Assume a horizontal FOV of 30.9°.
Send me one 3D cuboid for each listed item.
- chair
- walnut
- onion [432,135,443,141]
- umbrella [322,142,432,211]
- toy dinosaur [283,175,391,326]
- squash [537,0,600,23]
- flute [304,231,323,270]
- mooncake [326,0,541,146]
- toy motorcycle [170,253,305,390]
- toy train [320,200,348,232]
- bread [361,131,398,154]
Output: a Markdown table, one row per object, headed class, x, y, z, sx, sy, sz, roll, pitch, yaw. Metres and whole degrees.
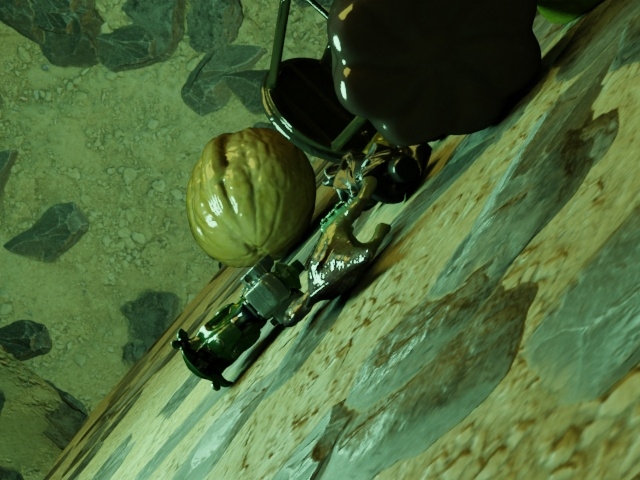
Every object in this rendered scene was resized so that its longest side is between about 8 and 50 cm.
| class | x | y | z | sx | sy | sz | roll | pitch | yaw |
| --- | --- | --- | --- | --- | --- | --- | --- | --- | --- |
| chair | 0.089 | -0.394 | 2.376 | 0.362 | 0.364 | 0.410 | -35 | -17 | -45 |
| walnut | -0.156 | -0.103 | 2.587 | 0.333 | 0.333 | 0.333 | -48 | 6 | 7 |
| onion | 0.167 | -0.215 | 1.912 | 0.117 | 0.118 | 0.118 | -21 | -19 | -51 |
| umbrella | 0.094 | -0.106 | 1.832 | 0.272 | 0.122 | 0.110 | 168 | 99 | -74 |
| toy dinosaur | 0.027 | 0.032 | 1.611 | 0.162 | 0.077 | 0.294 | -58 | -5 | -31 |
| squash | 0.412 | -0.372 | 1.581 | 0.252 | 0.169 | 0.093 | 3 | 47 | 38 |
| flute | 0.000 | 0.000 | 2.236 | 0.014 | 0.014 | 0.269 | -46 | 7 | 25 |
| mooncake | 0.158 | -0.274 | 1.593 | 0.306 | 0.306 | 0.154 | -48 | 12 | 13 |
| toy motorcycle | -0.132 | 0.135 | 1.874 | 0.274 | 0.125 | 0.187 | -45 | -2 | 30 |
| toy train | 0.033 | -0.048 | 2.208 | 0.083 | 0.033 | 0.053 | -46 | 2 | 30 |
| bread | 0.114 | -0.172 | 2.269 | 0.066 | 0.060 | 0.110 | -9 | 30 | 35 |
